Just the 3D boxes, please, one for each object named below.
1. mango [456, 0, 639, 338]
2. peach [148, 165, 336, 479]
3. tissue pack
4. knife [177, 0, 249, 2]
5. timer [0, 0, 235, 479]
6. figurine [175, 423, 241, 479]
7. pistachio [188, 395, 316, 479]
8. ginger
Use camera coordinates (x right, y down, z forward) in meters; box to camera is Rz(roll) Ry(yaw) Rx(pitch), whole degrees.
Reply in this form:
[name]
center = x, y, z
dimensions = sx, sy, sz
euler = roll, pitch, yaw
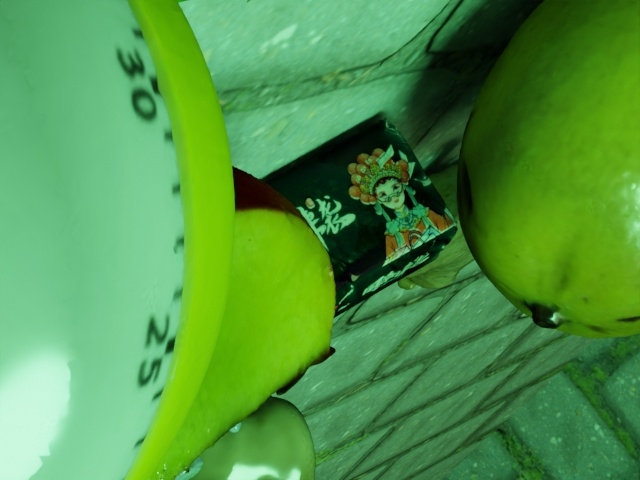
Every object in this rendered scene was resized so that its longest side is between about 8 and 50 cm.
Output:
[mango]
center = 0.260, -0.108, 1.154
dimensions = 0.445, 0.220, 0.301
euler = -46, 155, -41
[peach]
center = -0.097, 0.024, 0.850
dimensions = 0.267, 0.158, 0.154
euler = -36, 136, -46
[tissue pack]
center = 0.000, 0.001, 1.098
dimensions = 0.170, 0.103, 0.090
euler = -31, 170, -21
[knife]
center = -0.060, -0.130, 0.744
dimensions = 0.166, 0.022, 0.078
euler = -24, 154, -44
[timer]
center = -0.144, -0.010, 0.490
dimensions = 0.285, 0.285, 0.285
euler = -35, 164, -11
[figurine]
center = -0.137, 0.113, 1.086
dimensions = 0.208, 0.128, 0.184
euler = -16, 157, -35
[pistachio]
center = -0.123, 0.211, 1.270
dimensions = 0.293, 0.181, 0.162
euler = -35, 171, 26
[ginger]
center = 0.113, -0.009, 1.369
dimensions = 0.137, 0.074, 0.213
euler = -30, 161, 5
